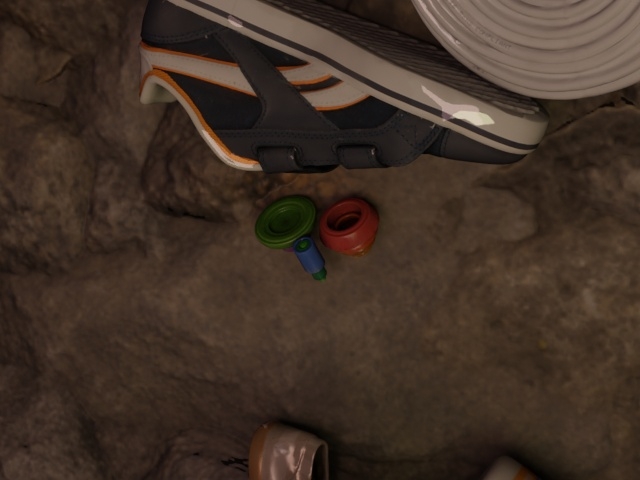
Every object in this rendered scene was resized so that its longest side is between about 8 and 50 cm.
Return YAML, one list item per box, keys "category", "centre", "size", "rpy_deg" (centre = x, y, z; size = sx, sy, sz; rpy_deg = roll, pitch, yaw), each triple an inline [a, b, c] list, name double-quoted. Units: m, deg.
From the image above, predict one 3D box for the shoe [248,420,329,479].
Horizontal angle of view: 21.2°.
- category: "shoe"
  centre: [-0.019, 0.255, 1.381]
  size: [0.058, 0.076, 0.219]
  rpy_deg: [3, 104, 25]

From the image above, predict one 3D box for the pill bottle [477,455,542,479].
- category: "pill bottle"
  centre: [0.198, 0.298, 1.272]
  size: [0.272, 0.152, 0.152]
  rpy_deg: [37, 114, 7]

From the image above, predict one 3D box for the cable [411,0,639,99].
- category: "cable"
  centre: [0.167, -0.222, 1.149]
  size: [0.257, 0.089, 0.257]
  rpy_deg: [9, 112, 31]

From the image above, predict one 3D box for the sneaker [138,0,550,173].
- category: "sneaker"
  centre: [0.008, -0.100, 1.248]
  size: [0.321, 0.126, 0.127]
  rpy_deg: [25, 108, 23]

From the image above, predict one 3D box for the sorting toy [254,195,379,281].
- category: "sorting toy"
  centre: [0.000, 0.000, 1.322]
  size: [0.102, 0.061, 0.042]
  rpy_deg: [0, 139, 27]
